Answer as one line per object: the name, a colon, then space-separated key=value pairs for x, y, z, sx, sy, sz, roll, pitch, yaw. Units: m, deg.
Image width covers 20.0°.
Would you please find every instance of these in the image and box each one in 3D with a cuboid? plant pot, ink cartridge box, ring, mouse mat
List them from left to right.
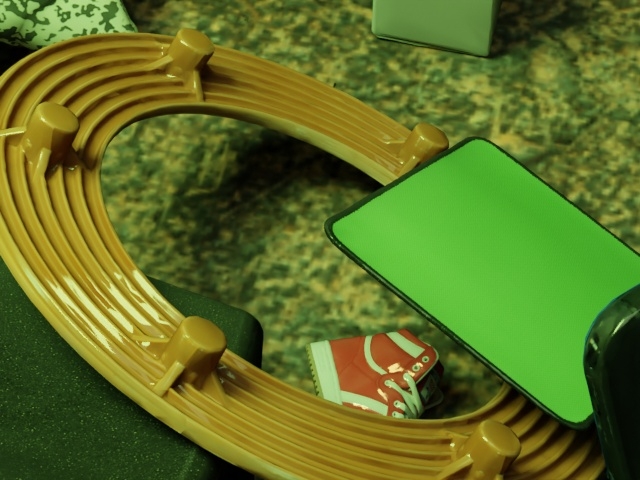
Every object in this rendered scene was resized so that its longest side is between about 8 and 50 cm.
plant pot: x=-0.117 y=0.111 z=0.813 sx=0.187 sy=0.188 sz=0.167 roll=19 pitch=44 yaw=14
ring: x=0.000 y=0.000 z=0.853 sx=0.336 sy=0.032 sz=0.337 roll=24 pitch=30 yaw=-15
ink cartridge box: x=0.084 y=-0.217 z=1.050 sx=0.072 sy=0.127 sz=0.175 roll=12 pitch=57 yaw=8
mouse mat: x=0.098 y=0.014 z=0.884 sx=0.152 sy=0.007 sz=0.189 roll=39 pitch=32 yaw=13

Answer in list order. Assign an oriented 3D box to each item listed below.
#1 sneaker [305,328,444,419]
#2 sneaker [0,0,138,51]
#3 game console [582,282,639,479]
sneaker: x=0.036 y=0.093 z=0.893 sx=0.067 sy=0.042 sz=0.118 roll=-13 pitch=54 yaw=-3
sneaker: x=-0.138 y=-0.248 z=1.105 sx=0.182 sy=0.158 sz=0.410 roll=29 pitch=54 yaw=-17
game console: x=0.296 y=0.100 z=0.810 sx=0.293 sy=0.250 sz=0.173 roll=-28 pitch=33 yaw=-17
